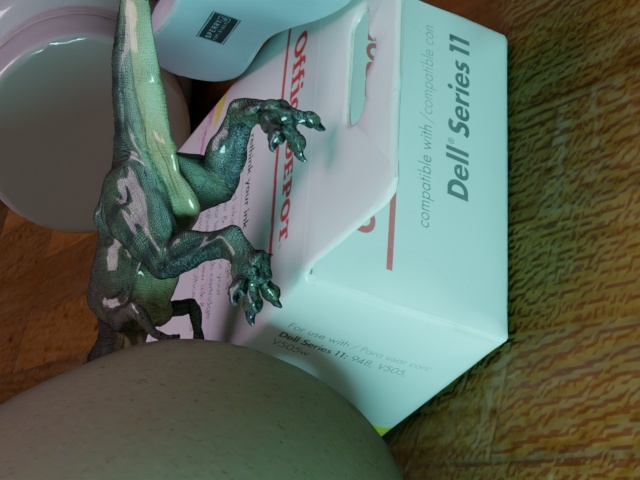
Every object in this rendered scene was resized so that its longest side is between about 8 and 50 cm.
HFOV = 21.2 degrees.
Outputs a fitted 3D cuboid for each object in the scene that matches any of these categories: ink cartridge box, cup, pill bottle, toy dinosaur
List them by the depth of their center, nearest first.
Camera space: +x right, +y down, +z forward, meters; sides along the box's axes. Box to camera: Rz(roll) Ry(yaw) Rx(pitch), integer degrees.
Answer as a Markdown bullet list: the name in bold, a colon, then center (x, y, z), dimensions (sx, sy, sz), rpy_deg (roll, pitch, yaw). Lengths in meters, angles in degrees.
- **cup**: center (-0.073, 0.182, 0.749), dimensions (0.331, 0.331, 0.237), rpy_deg (-49, 13, 44)
- **toy dinosaur**: center (-0.064, -0.020, 0.820), dimensions (0.118, 0.064, 0.268), rpy_deg (6, 94, 35)
- **ink cartridge box**: center (0.000, 0.000, 0.939), dimensions (0.353, 0.119, 0.207), rpy_deg (-45, 33, 48)
- **pill bottle**: center (-0.223, -0.159, 1.501), dimensions (0.204, 0.204, 0.361), rpy_deg (-63, 22, 18)

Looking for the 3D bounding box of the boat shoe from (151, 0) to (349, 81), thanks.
- **boat shoe**: center (-0.032, -0.148, 0.890), dimensions (0.228, 0.080, 0.076), rpy_deg (145, 141, -68)
